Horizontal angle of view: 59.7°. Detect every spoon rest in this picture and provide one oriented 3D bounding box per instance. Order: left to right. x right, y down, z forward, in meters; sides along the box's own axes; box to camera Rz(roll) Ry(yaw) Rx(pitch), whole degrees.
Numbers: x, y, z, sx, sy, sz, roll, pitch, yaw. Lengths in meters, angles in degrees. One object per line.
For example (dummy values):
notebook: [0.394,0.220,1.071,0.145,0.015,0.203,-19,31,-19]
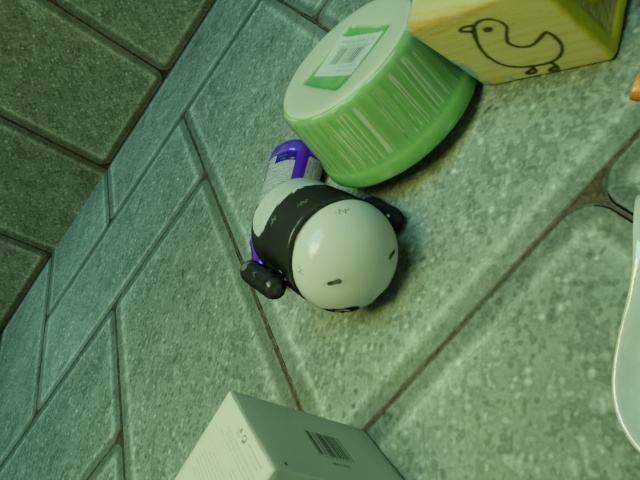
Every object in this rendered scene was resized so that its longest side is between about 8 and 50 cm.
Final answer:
spoon rest: [0.313,0.063,0.479,0.137,0.084,0.276,-23,48,43]

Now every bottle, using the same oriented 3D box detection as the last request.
bottle: [-0.071,-0.051,1.055,0.118,0.092,0.282,-17,54,50]

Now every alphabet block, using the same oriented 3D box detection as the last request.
alphabet block: [0.261,-0.341,0.727,0.197,0.193,0.193,4,79,55]

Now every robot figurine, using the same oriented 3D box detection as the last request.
robot figurine: [-0.001,0.003,0.859,0.278,0.174,0.209,31,95,56]

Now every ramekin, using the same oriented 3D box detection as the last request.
ramekin: [0.081,-0.248,0.905,0.303,0.148,0.303,-31,36,27]

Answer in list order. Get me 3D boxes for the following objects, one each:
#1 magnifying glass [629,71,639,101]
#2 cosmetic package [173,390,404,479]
magnifying glass: [0.395,-0.113,0.482,0.231,0.026,0.092,24,91,33]
cosmetic package: [-0.052,0.325,0.641,0.224,0.224,0.138,-58,34,4]
